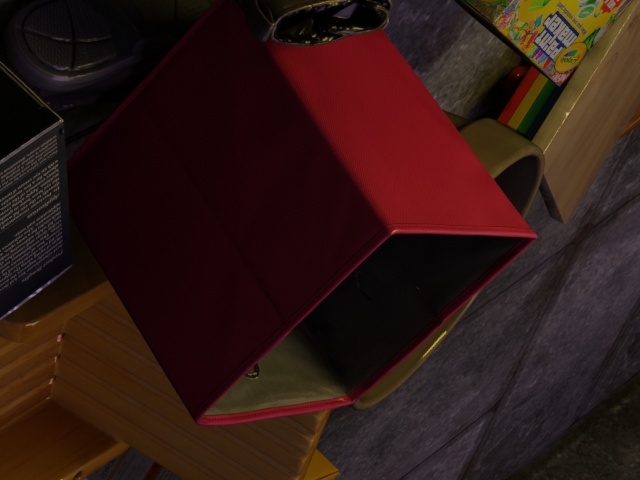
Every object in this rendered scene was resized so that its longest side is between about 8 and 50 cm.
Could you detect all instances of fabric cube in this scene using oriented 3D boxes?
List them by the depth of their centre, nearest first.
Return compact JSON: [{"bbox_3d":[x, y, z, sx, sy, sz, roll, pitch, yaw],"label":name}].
[{"bbox_3d":[-0.025,-0.024,1.572,0.259,0.258,0.254,-44,158,25],"label":"fabric cube"}]

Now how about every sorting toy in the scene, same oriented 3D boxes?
[{"bbox_3d":[0.337,-0.185,2.426,0.257,0.089,0.255,-58,158,-8],"label":"sorting toy"}]

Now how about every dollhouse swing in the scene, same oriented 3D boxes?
[{"bbox_3d":[-0.209,0.176,1.776,0.315,0.305,0.347,-32,155,-37],"label":"dollhouse swing"}]

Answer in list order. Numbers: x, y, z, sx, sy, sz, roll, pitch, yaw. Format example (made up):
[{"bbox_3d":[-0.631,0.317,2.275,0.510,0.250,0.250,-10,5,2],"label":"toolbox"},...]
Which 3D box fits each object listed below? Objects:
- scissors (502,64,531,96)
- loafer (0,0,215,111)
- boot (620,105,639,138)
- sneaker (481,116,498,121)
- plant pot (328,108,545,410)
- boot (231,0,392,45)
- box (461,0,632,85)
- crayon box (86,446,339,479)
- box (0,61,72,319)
[{"bbox_3d":[0.342,-0.257,2.502,0.297,0.021,0.109,-20,143,-53],"label":"scissors"},{"bbox_3d":[-0.157,-0.174,1.572,0.302,0.109,0.095,-19,165,-42],"label":"loafer"},{"bbox_3d":[0.477,-0.216,2.748,0.211,0.104,0.295,-51,155,23],"label":"boot"},{"bbox_3d":[0.165,-0.034,2.397,0.321,0.127,0.126,-39,156,-27],"label":"sneaker"},{"bbox_3d":[0.022,-0.034,1.858,0.323,0.280,0.323,-50,164,-20],"label":"plant pot"},{"bbox_3d":[-0.027,-0.243,1.490,0.263,0.229,0.091,-25,149,-46],"label":"boot"},{"bbox_3d":[0.245,-0.348,1.922,0.279,0.177,0.290,-50,159,8],"label":"box"},{"bbox_3d":[-0.122,0.271,2.084,0.083,0.323,0.203,-11,138,-58],"label":"crayon box"},{"bbox_3d":[-0.285,-0.050,1.436,0.108,0.153,0.207,-38,158,-26],"label":"box"}]
